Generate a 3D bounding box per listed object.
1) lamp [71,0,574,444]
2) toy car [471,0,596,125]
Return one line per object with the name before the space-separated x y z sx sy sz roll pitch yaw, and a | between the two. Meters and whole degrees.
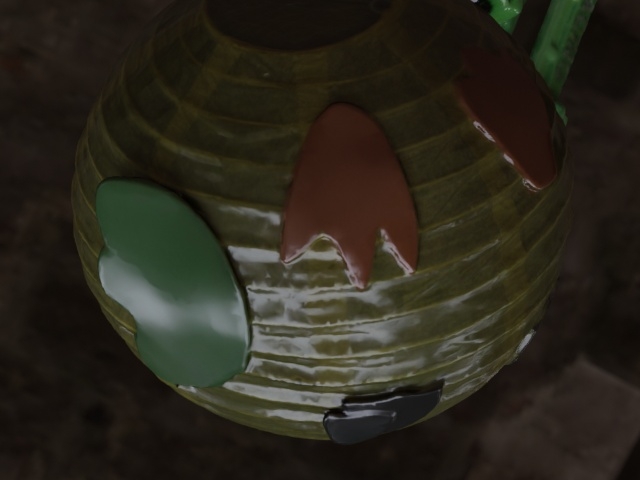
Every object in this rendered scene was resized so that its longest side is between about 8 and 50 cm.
lamp | 0.000 0.000 0.956 0.250 0.284 0.250 -2 -144 1
toy car | 0.064 -0.210 1.235 0.176 0.213 0.359 20 170 25
